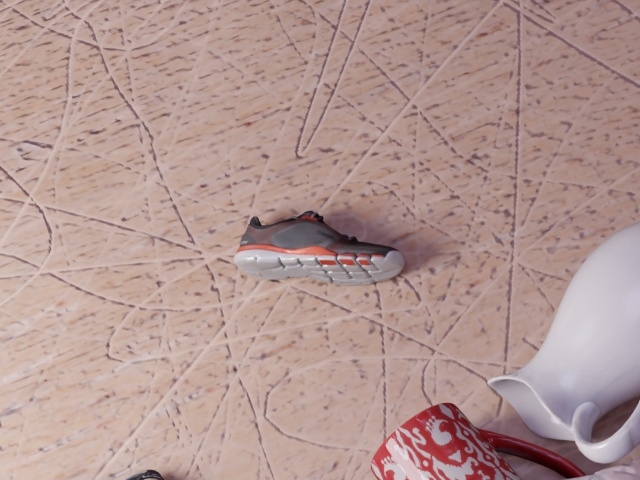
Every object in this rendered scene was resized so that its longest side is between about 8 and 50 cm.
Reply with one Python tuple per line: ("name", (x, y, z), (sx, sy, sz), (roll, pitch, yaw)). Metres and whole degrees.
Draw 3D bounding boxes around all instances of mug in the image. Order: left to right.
("mug", (0.138, 0.225, 1.409), (0.169, 0.150, 0.113), (50, 127, 26))

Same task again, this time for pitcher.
("pitcher", (0.260, 0.086, 1.392), (0.207, 0.125, 0.178), (-46, 27, -5))

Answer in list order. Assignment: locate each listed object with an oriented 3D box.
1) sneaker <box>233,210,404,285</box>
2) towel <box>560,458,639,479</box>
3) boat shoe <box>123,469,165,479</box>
("sneaker", (0.000, 0.000, 1.527), (0.157, 0.061, 0.065), (4, 65, 11))
("towel", (0.326, 0.267, 1.237), (0.316, 0.053, 0.332), (-9, 36, -18))
("boat shoe", (-0.190, 0.246, 1.482), (0.125, 0.038, 0.046), (-39, 110, 1))
